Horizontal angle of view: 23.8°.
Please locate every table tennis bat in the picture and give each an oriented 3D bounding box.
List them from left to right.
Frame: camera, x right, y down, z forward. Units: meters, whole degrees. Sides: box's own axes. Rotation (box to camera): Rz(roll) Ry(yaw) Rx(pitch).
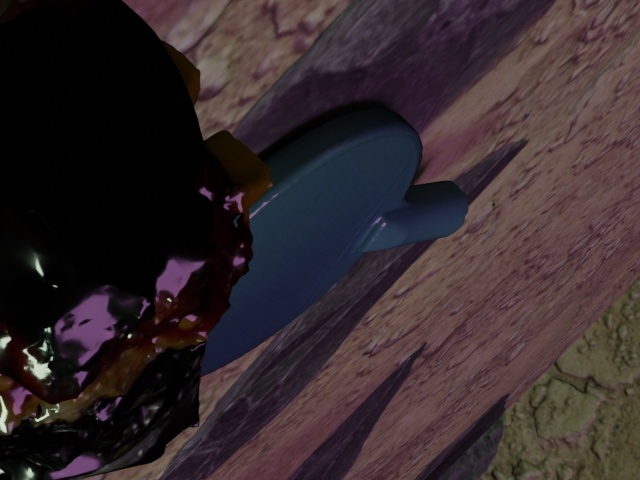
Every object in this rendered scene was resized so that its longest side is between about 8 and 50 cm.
[{"bbox_3d":[0.000,0.000,0.967,0.329,0.044,0.215,-16,146,-56],"label":"table tennis bat"}]

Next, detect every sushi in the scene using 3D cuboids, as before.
[{"bbox_3d":[-0.099,-0.004,0.501,0.172,0.153,0.150,-8,165,-34],"label":"sushi"}]
